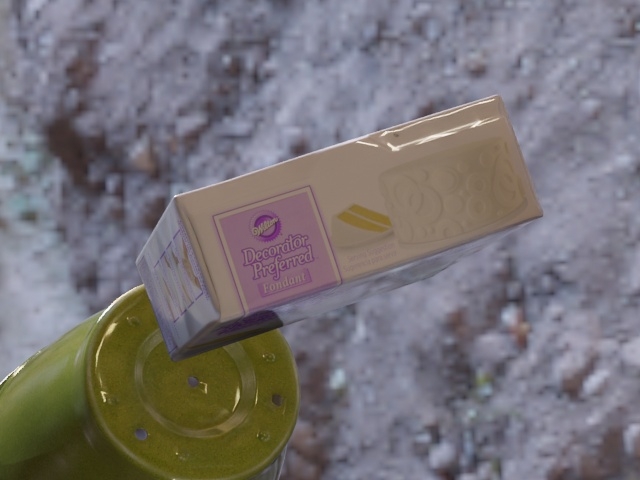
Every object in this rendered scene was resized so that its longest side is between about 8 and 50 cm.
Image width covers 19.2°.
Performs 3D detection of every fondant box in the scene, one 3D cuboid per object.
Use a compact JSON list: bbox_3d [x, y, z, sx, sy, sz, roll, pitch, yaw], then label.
[{"bbox_3d":[0.000,0.000,1.413,0.330,0.238,0.096,136,116,-77],"label":"fondant box"}]

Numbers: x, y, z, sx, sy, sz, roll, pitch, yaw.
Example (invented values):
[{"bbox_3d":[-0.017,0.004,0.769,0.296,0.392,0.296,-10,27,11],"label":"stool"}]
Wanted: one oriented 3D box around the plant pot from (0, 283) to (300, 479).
[{"bbox_3d":[-0.188,0.215,2.115,0.353,0.366,0.366,127,137,-58],"label":"plant pot"}]
